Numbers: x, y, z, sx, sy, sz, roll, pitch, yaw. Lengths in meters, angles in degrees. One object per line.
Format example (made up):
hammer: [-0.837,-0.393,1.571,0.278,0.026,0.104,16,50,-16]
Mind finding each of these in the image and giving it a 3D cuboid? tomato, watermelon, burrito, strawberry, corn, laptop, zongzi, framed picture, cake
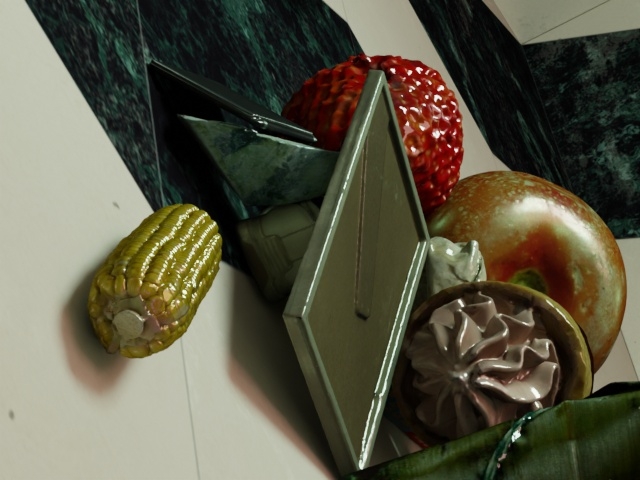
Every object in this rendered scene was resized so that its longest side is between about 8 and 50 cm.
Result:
tomato: [0.199,0.059,2.202,0.270,0.270,0.222,62,-10,-5]
watermelon: [-0.052,-0.079,1.848,0.180,0.081,0.094,18,25,-10]
burrito: [0.154,0.131,2.050,0.059,0.082,0.275,149,-65,-88]
strawberry: [0.052,-0.103,2.059,0.205,0.205,0.244,64,7,-1]
corn: [-0.122,0.028,1.485,0.080,0.080,0.238,61,12,-10]
laptop: [-0.082,-0.132,1.907,0.129,0.016,0.180,29,5,16]
zongzi: [0.190,0.297,1.894,0.362,0.319,0.383,-98,177,-69]
framed picture: [0.041,0.032,1.837,0.240,0.020,0.324,71,27,-43]
cake: [0.172,0.134,1.931,0.208,0.185,0.178,30,6,6]

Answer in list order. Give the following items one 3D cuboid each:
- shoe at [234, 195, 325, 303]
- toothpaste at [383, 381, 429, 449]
shoe: [0.000,0.000,1.940,0.103,0.098,0.275,67,13,-1]
toothpaste: [0.089,0.172,2.059,0.193,0.044,0.070,43,33,-54]
